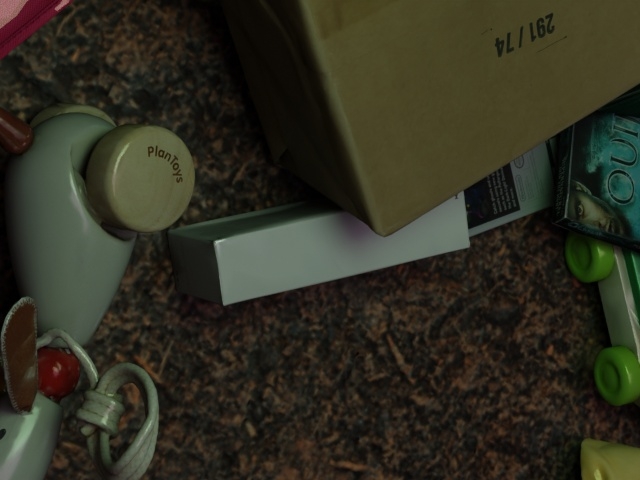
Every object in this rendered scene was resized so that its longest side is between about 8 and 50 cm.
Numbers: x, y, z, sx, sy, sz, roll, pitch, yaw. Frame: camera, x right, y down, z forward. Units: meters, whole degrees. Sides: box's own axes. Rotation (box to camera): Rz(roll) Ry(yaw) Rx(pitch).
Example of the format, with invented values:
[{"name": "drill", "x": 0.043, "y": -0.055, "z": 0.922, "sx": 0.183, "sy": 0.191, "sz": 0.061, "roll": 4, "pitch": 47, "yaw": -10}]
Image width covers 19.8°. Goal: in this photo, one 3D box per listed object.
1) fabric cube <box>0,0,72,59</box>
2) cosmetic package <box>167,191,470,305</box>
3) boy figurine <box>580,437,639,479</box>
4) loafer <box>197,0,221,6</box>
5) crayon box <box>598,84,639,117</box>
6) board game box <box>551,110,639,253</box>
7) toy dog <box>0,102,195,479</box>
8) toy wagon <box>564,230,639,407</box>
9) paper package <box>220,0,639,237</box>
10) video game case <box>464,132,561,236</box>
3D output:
[{"name": "fabric cube", "x": -0.341, "y": -0.219, "z": 1.268, "sx": 0.254, "sy": 0.259, "sz": 0.258, "roll": -42, "pitch": 112, "yaw": -20}, {"name": "cosmetic package", "x": 0.000, "y": 0.000, "z": 1.558, "sx": 0.239, "sy": 0.099, "sz": 0.060, "roll": -13, "pitch": 99, "yaw": -26}, {"name": "boy figurine", "x": 0.221, "y": 0.304, "z": 1.691, "sx": 0.285, "sy": 0.092, "sz": 0.177, "roll": -58, "pitch": 150, "yaw": -14}, {"name": "loafer", "x": -0.109, "y": -0.312, "z": 1.477, "sx": 0.087, "sy": 0.094, "sz": 0.251, "roll": -11, "pitch": 99, "yaw": -31}, {"name": "crayon box", "x": 0.396, "y": -0.206, "z": 1.725, "sx": 0.322, "sy": 0.083, "sz": 0.203, "roll": 7, "pitch": 75, "yaw": -33}, {"name": "board game box", "x": 0.279, "y": -0.085, "z": 1.691, "sx": 0.126, "sy": 0.026, "sz": 0.186, "roll": 17, "pitch": 66, "yaw": -21}, {"name": "toy dog", "x": -0.226, "y": 0.027, "z": 1.386, "sx": 0.161, "sy": 0.220, "sz": 0.334, "roll": 24, "pitch": 62, "yaw": -36}, {"name": "toy wagon", "x": 0.382, "y": 0.088, "z": 1.758, "sx": 0.267, "sy": 0.068, "sz": 0.344, "roll": -10, "pitch": 84, "yaw": -27}, {"name": "paper package", "x": 0.095, "y": -0.217, "z": 1.484, "sx": 0.324, "sy": 0.168, "sz": 0.310, "roll": -31, "pitch": 126, "yaw": -18}, {"name": "video game case", "x": 0.150, "y": -0.108, "z": 1.673, "sx": 0.173, "sy": 0.022, "sz": 0.190, "roll": -20, "pitch": 104, "yaw": -26}]
